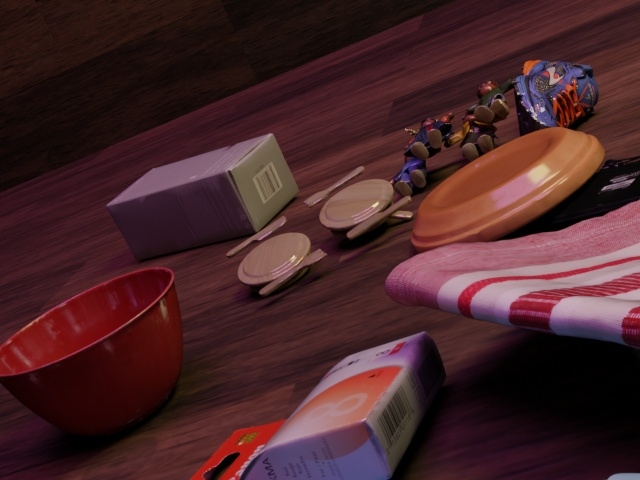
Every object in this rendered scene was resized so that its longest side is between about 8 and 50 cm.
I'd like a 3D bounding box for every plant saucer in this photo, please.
[{"bbox_3d":[0.169,-0.052,0.926,0.200,0.037,0.200,-30,12,7],"label":"plant saucer"}]

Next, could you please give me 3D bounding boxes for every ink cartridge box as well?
[{"bbox_3d":[-0.018,0.123,0.652,0.179,0.045,0.145,-16,10,24],"label":"ink cartridge box"}]

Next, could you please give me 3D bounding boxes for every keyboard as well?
[{"bbox_3d":[0.263,-0.040,0.818,0.100,0.038,0.192,-42,13,-28],"label":"keyboard"}]

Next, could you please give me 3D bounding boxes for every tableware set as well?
[{"bbox_3d":[0.000,0.000,1.061,0.194,0.039,0.128,-33,29,-9],"label":"tableware set"}]

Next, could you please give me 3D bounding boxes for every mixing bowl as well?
[{"bbox_3d":[-0.192,0.110,0.879,0.181,0.098,0.181,-23,17,7],"label":"mixing bowl"}]

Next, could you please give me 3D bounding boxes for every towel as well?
[{"bbox_3d":[0.220,0.015,0.562,0.237,0.037,0.329,-13,9,-28],"label":"towel"}]

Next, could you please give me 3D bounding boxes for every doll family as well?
[{"bbox_3d":[0.150,-0.119,1.154,0.193,0.076,0.111,-24,21,15],"label":"doll family"}]

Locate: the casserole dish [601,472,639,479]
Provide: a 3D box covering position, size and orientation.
[{"bbox_3d":[0.161,0.133,0.334,0.114,0.037,0.188,7,10,-17],"label":"casserole dish"}]

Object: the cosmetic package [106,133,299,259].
[{"bbox_3d":[-0.165,-0.058,1.364,0.238,0.107,0.127,-10,24,33],"label":"cosmetic package"}]

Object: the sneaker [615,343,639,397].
[{"bbox_3d":[0.218,0.071,0.500,0.089,0.051,0.170,-24,21,3],"label":"sneaker"}]

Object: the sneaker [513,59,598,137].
[{"bbox_3d":[0.268,-0.162,1.110,0.087,0.083,0.221,-7,26,21],"label":"sneaker"}]
